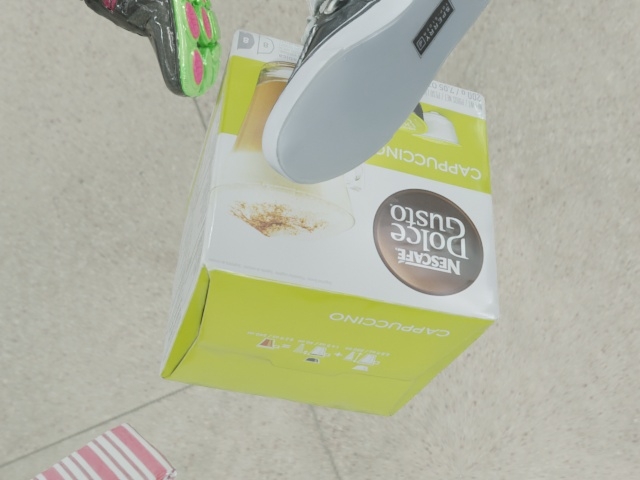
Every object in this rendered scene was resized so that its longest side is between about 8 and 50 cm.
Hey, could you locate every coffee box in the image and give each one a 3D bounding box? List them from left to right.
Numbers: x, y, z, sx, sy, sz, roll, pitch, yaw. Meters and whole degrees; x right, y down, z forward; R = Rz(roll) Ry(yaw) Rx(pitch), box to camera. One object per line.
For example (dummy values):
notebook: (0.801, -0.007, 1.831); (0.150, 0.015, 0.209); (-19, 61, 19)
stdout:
coffee box: (0.000, 0.000, 1.091); (0.337, 0.338, 0.334); (12, 58, -13)

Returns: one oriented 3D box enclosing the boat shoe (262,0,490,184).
boat shoe: (0.040, -0.182, 0.743); (0.105, 0.113, 0.306); (27, 77, 43)

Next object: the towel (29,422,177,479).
towel: (-0.302, 0.327, 1.107); (0.197, 0.029, 0.144); (-31, 36, -27)

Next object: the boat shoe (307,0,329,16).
boat shoe: (0.019, -0.284, 0.947); (0.066, 0.184, 0.063); (-21, 35, -5)

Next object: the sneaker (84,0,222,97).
sneaker: (-0.332, -0.453, 1.530); (0.202, 0.185, 0.483); (-30, 78, 13)
